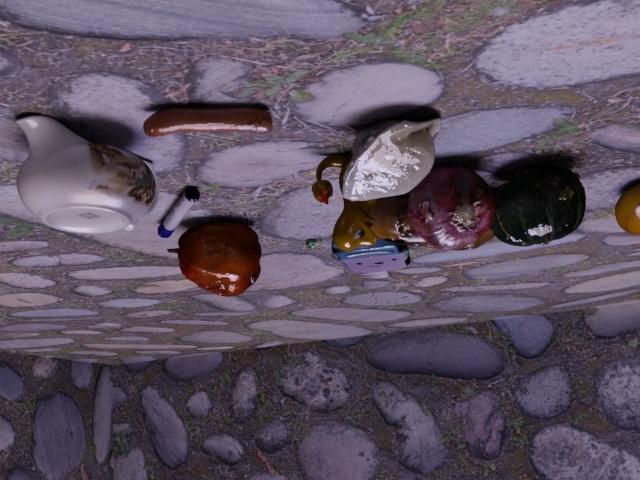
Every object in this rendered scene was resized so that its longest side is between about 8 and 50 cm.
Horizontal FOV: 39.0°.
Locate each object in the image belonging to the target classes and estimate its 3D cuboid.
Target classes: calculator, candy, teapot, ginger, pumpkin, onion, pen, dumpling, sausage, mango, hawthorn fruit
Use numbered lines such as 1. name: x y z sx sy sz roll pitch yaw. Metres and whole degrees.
1. calculator: 0.127 0.028 2.173 0.173 0.051 0.293 -5 166 11
2. candy: 0.000 0.000 2.099 0.083 0.025 0.023 -24 -175 34
3. teapot: -0.352 -0.090 1.390 0.204 0.139 0.298 -12 162 22
4. ginger: 0.232 -0.039 1.785 0.309 0.107 0.133 3 -159 -1
5. pumpkin: 0.402 -0.063 1.677 0.190 0.146 0.190 -8 -170 1
6. onion: 0.230 -0.067 1.658 0.159 0.160 0.195 -1 -164 -11
7. pen: -0.280 -0.052 1.772 0.033 0.033 0.269 2 166 -21
8. dumpling: 0.107 -0.138 1.403 0.176 0.092 0.150 -13 149 14
9. sausage: -0.161 -0.172 1.300 0.186 0.043 0.043 -3 166 -10
10. mango: 0.664 -0.069 1.851 0.115 0.090 0.178 -19 161 8
11. hawthorn fruit: -0.210 0.039 1.905 0.173 0.174 0.179 -14 164 36

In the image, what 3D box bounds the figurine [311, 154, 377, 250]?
1. figurine: 0.043 -0.069 1.519 0.122 0.176 0.121 10 162 -6
